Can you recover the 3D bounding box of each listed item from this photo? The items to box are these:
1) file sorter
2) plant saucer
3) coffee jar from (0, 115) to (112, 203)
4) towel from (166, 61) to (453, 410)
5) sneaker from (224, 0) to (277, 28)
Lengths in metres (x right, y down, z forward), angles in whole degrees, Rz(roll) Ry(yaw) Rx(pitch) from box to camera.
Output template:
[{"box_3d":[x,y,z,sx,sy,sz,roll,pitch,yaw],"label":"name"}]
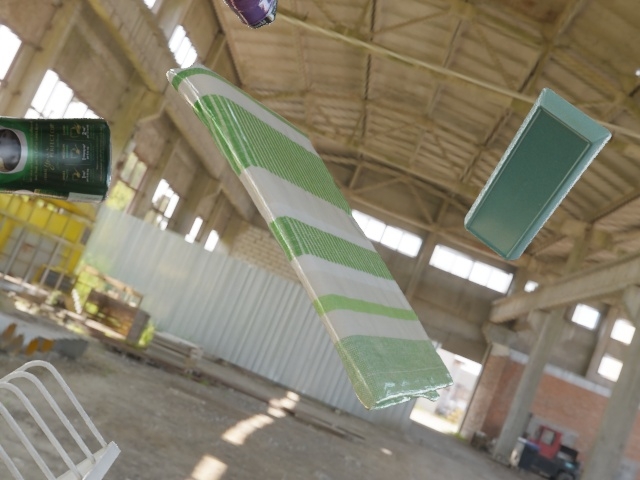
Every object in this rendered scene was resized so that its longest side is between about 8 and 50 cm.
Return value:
[{"box_3d":[-0.390,0.273,0.885,0.173,0.192,0.277,56,-2,-3],"label":"file sorter"},{"box_3d":[0.186,-0.049,0.684,0.067,0.018,0.192,40,-34,14],"label":"plant saucer"},{"box_3d":[-0.323,-0.091,0.814,0.184,0.096,0.079,2,-4,-27],"label":"coffee jar"},{"box_3d":[0.000,0.000,0.673,0.325,0.038,0.248,60,14,19],"label":"towel"},{"box_3d":[-0.089,-0.456,1.163,0.107,0.283,0.124,6,-23,25],"label":"sneaker"}]
